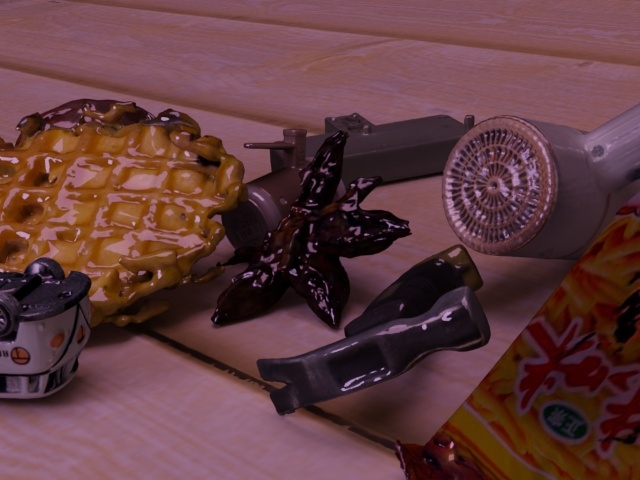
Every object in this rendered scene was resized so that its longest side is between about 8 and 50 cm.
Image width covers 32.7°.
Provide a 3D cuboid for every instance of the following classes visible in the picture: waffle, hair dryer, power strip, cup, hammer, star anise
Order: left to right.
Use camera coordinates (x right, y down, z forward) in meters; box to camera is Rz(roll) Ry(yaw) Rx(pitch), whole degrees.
[{"bbox_3d":[-0.208,-0.026,0.903,0.280,0.060,0.262,-34,53,-18],"label":"waffle"},{"bbox_3d":[-0.031,-0.039,0.976,0.074,0.102,0.099,35,40,25],"label":"cup"},{"bbox_3d":[0.002,0.003,0.871,0.157,0.053,0.212,25,63,42],"label":"star anise"},{"bbox_3d":[0.048,-0.108,1.195,0.216,0.061,0.145,-10,23,-18],"label":"power strip"},{"bbox_3d":[0.054,0.054,0.746,0.159,0.041,0.226,-23,4,22],"label":"hammer"},{"bbox_3d":[0.271,-0.087,0.783,0.173,0.107,0.357,1,-24,-45],"label":"hair dryer"}]

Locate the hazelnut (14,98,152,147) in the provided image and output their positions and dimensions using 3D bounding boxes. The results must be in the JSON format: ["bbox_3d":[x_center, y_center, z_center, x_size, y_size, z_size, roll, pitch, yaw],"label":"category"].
[{"bbox_3d":[-0.218,-0.074,1.055,0.154,0.143,0.143,-8,21,-13],"label":"hazelnut"}]

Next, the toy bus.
[{"bbox_3d":[-0.252,0.063,0.763,0.194,0.089,0.087,1,20,14],"label":"toy bus"}]

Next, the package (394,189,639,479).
[{"bbox_3d":[0.190,0.068,0.553,0.288,0.108,0.223,-51,27,-1],"label":"package"}]
